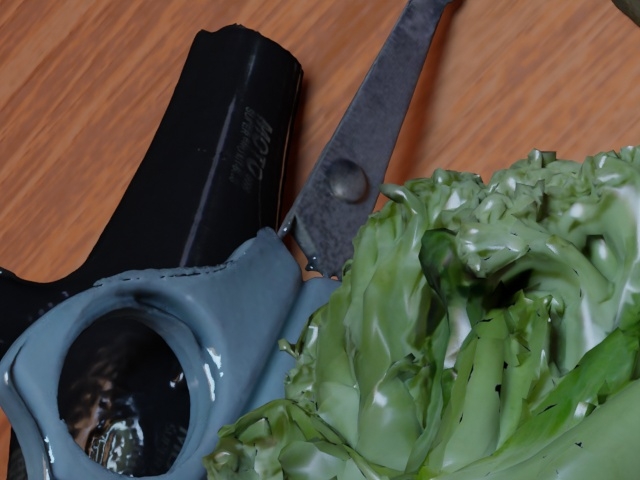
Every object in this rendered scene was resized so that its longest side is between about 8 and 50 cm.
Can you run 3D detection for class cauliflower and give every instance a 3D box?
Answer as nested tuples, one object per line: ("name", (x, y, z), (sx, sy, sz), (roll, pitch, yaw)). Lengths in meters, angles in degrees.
("cauliflower", (0.060, 0.096, 0.606), (0.275, 0.250, 0.272), (-49, 61, 40))

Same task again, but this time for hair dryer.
("hair dryer", (-0.165, -0.018, 0.835), (0.120, 0.359, 0.303), (-36, 36, 53))

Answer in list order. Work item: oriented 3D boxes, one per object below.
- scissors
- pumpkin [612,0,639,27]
("scissors", (0.001, 0.000, 0.829), (0.029, 0.191, 0.360), (-24, 34, 54))
("pumpkin", (0.173, -0.192, 0.794), (0.217, 0.110, 0.217), (-27, 48, 34))
